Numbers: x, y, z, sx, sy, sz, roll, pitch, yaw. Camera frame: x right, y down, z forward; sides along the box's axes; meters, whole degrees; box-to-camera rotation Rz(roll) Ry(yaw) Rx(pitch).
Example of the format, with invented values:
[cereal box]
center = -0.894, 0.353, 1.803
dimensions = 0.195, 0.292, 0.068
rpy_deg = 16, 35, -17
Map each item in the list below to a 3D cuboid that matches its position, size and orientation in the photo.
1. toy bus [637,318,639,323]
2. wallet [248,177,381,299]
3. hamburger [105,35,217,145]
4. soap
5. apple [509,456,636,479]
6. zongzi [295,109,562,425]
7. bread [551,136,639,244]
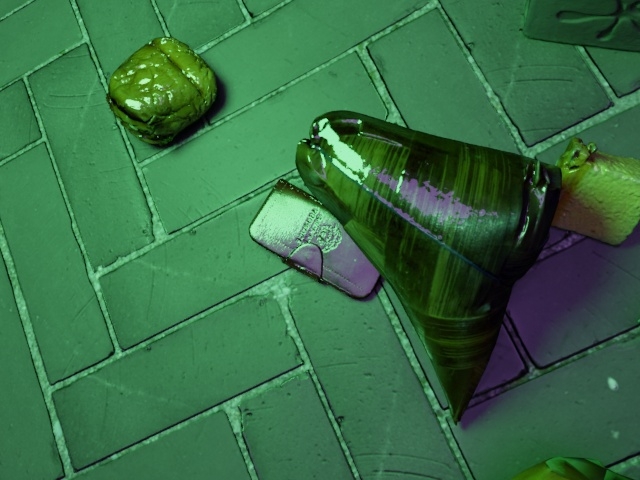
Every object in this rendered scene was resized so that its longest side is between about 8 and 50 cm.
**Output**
[toy bus]
center = 0.610, 0.163, 0.739
dimensions = 0.150, 0.128, 0.262
rpy_deg = -45, 74, 2
[wallet]
center = 0.000, 0.000, 0.953
dimensions = 0.255, 0.031, 0.137
rpy_deg = 28, 84, 14
[hamburger]
center = -0.312, -0.292, 1.026
dimensions = 0.206, 0.130, 0.183
rpy_deg = -44, 77, 0
[soap]
center = 0.465, -0.403, 0.787
dimensions = 0.285, 0.296, 0.107
rpy_deg = 14, 83, 16
[apple]
center = 0.364, 0.459, 0.656
dimensions = 0.384, 0.374, 0.374
rpy_deg = 13, 82, -15
[zongzi]
center = 0.114, 0.038, 0.837
dimensions = 0.403, 0.208, 0.432
rpy_deg = 18, 100, 7
[bread]
center = 0.439, -0.080, 0.856
dimensions = 0.147, 0.127, 0.152
rpy_deg = 24, 119, 13
